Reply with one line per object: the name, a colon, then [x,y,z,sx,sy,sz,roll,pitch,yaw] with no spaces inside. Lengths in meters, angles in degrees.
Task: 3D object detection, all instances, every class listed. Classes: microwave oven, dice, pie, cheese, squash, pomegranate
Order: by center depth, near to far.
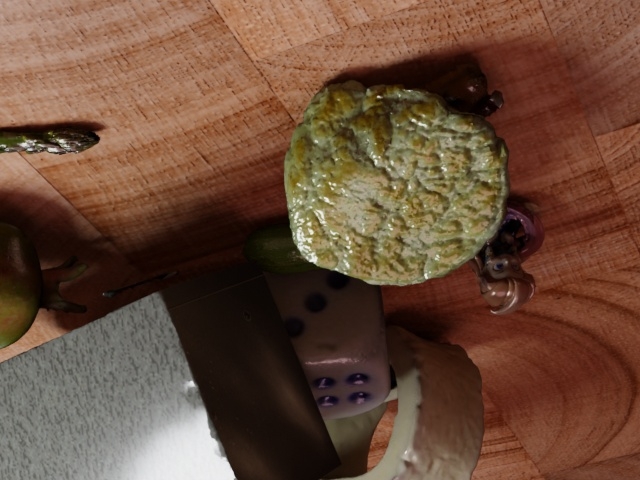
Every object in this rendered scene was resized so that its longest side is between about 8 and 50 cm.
pie: [0.094,-0.072,1.558,0.275,0.257,0.105,-7,-170,4]
pomegranate: [-0.420,0.059,1.721,0.224,0.181,0.181,1,147,-34]
microwave oven: [-0.246,0.261,1.737,0.432,0.374,0.236,-24,178,30]
squash: [0.000,0.000,1.770,0.219,0.077,0.068,-14,152,9]
dice: [0.000,0.139,1.868,0.193,0.191,0.194,-4,147,1]
cheese: [0.096,0.298,2.035,0.153,0.292,0.332,22,149,-33]

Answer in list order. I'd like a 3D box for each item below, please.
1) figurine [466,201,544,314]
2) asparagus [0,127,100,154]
figurine: [0.252,0.029,1.793,0.126,0.157,0.114,0,166,-16]
asparagus: [-0.353,-0.120,1.593,0.165,0.030,0.036,-2,121,-1]
